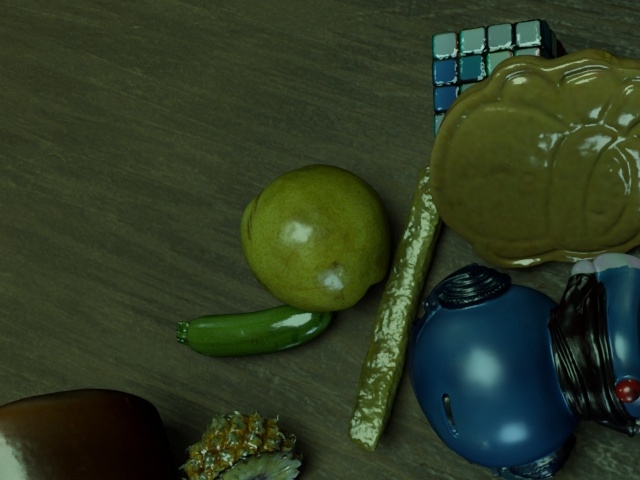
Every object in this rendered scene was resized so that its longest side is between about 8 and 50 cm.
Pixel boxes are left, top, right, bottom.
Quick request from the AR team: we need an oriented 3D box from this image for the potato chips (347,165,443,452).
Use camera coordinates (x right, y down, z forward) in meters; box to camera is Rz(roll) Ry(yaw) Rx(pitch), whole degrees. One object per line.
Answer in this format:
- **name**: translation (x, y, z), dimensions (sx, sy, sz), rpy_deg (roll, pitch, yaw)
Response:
- **potato chips**: translation (0.110, 0.090, 1.658), dimensions (0.057, 0.080, 0.407), rpy_deg (15, 83, 10)

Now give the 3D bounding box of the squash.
- **squash**: translation (-0.099, 0.134, 1.747), dimensions (0.258, 0.069, 0.069), rpy_deg (-10, 74, 23)

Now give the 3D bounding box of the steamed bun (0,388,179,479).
- **steamed bun**: translation (-0.322, 0.329, 1.636), dimensions (0.248, 0.379, 0.235), rpy_deg (-17, 72, 9)

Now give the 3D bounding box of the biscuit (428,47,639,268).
- **biscuit**: translation (0.308, -0.095, 1.505), dimensions (0.351, 0.312, 0.057), rpy_deg (-4, 38, 14)

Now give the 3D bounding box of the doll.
- **doll**: translation (0.262, 0.158, 1.483), dimensions (0.309, 0.240, 0.284), rpy_deg (-11, 103, 27)

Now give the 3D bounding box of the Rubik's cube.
- **Rubik's cube**: translation (0.245, -0.197, 1.616), dimensions (0.155, 0.154, 0.151), rpy_deg (-3, 78, 24)

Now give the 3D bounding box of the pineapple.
- **pineapple**: translation (-0.124, 0.294, 1.676), dimensions (0.176, 0.161, 0.137), rpy_deg (-41, 54, 9)

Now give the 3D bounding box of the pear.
- **pear**: translation (0.000, 0.000, 1.659), dimensions (0.208, 0.209, 0.209), rpy_deg (-5, 76, 23)
